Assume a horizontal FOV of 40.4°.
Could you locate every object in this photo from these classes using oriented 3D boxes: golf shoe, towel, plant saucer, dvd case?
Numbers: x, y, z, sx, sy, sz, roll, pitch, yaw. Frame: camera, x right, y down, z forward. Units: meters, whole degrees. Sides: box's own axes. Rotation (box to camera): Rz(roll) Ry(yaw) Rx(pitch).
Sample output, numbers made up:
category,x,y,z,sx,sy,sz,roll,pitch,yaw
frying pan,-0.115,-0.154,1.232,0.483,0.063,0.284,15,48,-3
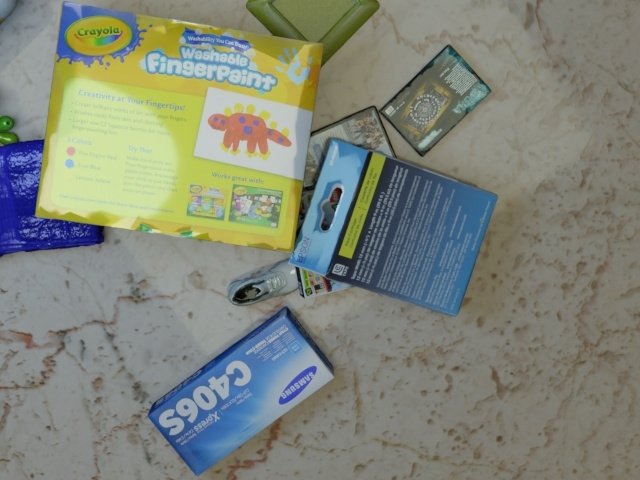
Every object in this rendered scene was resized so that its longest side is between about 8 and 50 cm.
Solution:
category,x,y,z,sx,sy,sz,roll,pitch,yaw
golf shoe,-0.099,0.090,1.717,0.176,0.086,0.069,-23,97,1
towel,-0.570,-0.071,1.631,0.308,0.076,0.227,-8,117,-13
plant saucer,-0.014,-0.447,1.650,0.188,0.045,0.188,44,96,-8
dvd case,0.026,-0.134,1.715,0.253,0.022,0.180,-23,99,3

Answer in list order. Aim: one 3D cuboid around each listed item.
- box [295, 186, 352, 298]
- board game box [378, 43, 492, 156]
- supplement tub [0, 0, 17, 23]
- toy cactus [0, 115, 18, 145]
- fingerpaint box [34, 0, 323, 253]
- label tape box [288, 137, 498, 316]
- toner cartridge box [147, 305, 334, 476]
category,x,y,z,sx,sy,sz,roll,pitch,yaw
box,0.000,0.000,1.694,0.114,0.036,0.207,-13,103,-14
board game box,0.223,-0.271,1.695,0.186,0.026,0.126,-43,98,5
supplement tub,-0.696,-0.432,1.536,0.331,0.241,0.241,-44,98,5
toy cactus,-0.668,-0.193,1.655,0.180,0.112,0.219,-14,108,11
fingerpaint box,-0.243,-0.193,1.545,0.445,0.163,0.371,7,94,-5
label tape box,0.130,-0.026,1.652,0.348,0.115,0.249,18,94,-14
toner cartridge box,-0.159,0.304,1.755,0.348,0.075,0.165,-37,99,4
